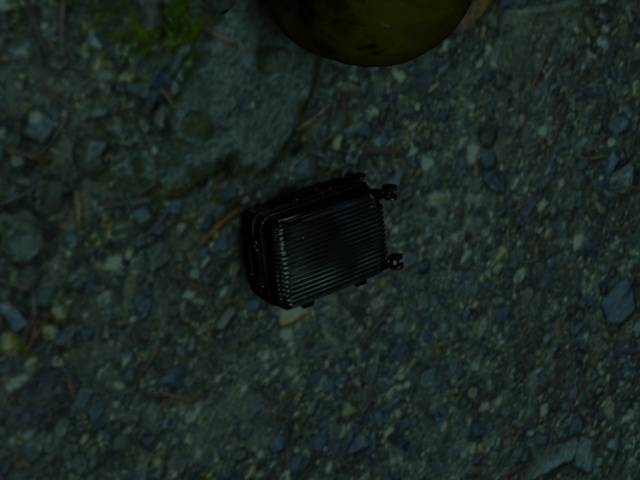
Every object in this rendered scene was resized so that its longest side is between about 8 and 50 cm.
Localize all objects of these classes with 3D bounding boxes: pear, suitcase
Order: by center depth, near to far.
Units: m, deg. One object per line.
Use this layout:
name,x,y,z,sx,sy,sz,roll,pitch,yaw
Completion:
pear,0.038,-0.201,0.971,0.162,0.149,0.149,-19,116,-26
suitcase,0.000,0.000,1.065,0.126,0.059,0.086,-21,115,-31
